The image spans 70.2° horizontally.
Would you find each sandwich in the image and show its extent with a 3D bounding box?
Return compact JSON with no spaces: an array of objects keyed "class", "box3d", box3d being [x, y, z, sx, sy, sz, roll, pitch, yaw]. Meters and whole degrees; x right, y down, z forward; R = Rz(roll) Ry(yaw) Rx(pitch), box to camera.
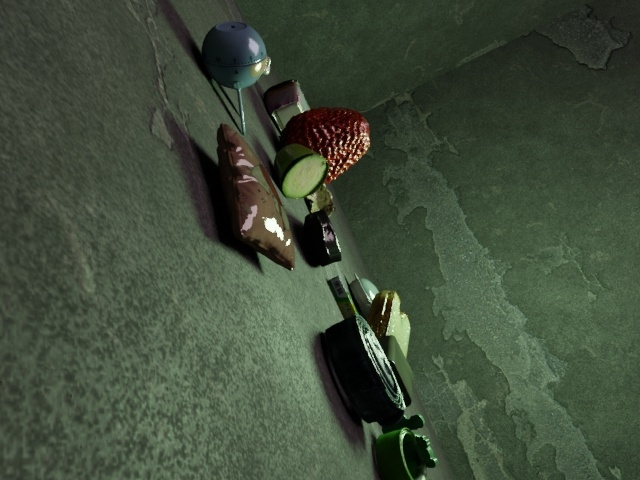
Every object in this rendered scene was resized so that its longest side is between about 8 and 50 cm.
[{"class":"sandwich","box3d":[0.275,0.352,1.808,0.273,0.095,0.248,60,38,-39]}]

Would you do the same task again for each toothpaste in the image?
[{"class":"toothpaste","box3d":[0.080,0.203,1.492,0.178,0.043,0.037,65,10,-3]}]

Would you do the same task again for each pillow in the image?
[{"class":"pillow","box3d":[-0.120,-0.070,0.831,0.223,0.084,0.235,52,18,-62]}]

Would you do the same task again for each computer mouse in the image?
[{"class":"computer mouse","box3d":[-0.005,0.002,1.411,0.295,0.087,0.168,108,-38,-83]}]

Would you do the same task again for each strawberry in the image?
[{"class":"strawberry","box3d":[0.015,-0.386,1.744,0.267,0.352,0.311,29,42,-64]}]

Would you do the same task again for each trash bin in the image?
[{"class":"trash bin","box3d":[0.209,0.415,1.431,0.163,0.122,0.240,65,10,2]}]

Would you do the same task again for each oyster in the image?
[{"class":"oyster","box3d":[-0.027,-0.182,1.876,0.166,0.094,0.294,38,32,-33]}]

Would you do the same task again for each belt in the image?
[{"class":"belt","box3d":[0.103,0.307,1.060,0.267,0.116,0.206,64,10,10]}]

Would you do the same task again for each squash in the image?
[{"class":"squash","box3d":[-0.066,-0.223,1.425,0.122,0.170,0.170,57,1,38]}]

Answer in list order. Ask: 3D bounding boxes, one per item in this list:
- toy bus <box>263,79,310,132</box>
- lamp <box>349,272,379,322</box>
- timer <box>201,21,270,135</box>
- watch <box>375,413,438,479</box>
[{"class":"toy bus","box3d":[-0.105,-0.506,2.042,0.386,0.171,0.162,57,22,-50]},{"class":"lamp","box3d":[0.205,0.257,1.930,0.179,0.108,0.245,51,16,-47]},{"class":"timer","box3d":[-0.194,-0.425,1.158,0.175,0.176,0.255,-106,169,-48]},{"class":"watch","box3d":[0.183,0.500,1.074,0.152,0.131,0.165,10,58,-59]}]
